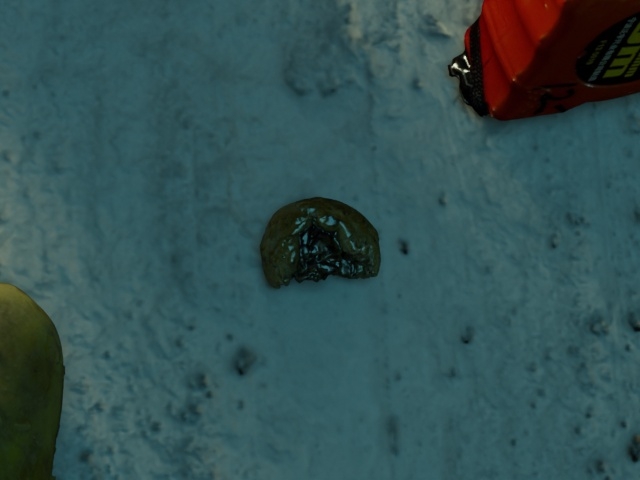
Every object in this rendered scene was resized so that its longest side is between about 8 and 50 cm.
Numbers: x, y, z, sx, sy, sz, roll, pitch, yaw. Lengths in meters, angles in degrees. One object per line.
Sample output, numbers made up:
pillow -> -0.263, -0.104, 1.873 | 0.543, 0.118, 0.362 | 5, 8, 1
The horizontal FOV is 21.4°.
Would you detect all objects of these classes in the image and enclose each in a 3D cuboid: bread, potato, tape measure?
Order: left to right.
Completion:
potato -> -0.314, 0.161, 1.418 | 0.192, 0.141, 0.296 | 7, 82, -9
bread -> 0.000, 0.000, 1.560 | 0.113, 0.060, 0.082 | -9, 85, -13
tape measure -> 0.275, -0.222, 1.575 | 0.260, 0.253, 0.114 | -11, 68, -20
